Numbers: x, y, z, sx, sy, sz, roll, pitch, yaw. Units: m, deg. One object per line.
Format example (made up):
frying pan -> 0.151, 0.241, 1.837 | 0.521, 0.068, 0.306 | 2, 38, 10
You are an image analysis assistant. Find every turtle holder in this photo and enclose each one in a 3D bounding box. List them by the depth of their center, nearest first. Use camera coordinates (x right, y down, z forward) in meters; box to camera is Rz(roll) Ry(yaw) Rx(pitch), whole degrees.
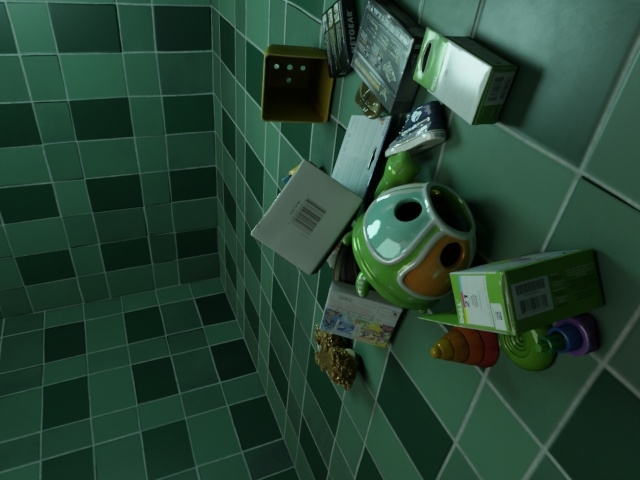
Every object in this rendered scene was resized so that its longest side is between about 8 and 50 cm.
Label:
turtle holder -> 0.207, -0.020, 1.021 | 0.227, 0.243, 0.320 | -52, 10, 43

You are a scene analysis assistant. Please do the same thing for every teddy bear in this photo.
teddy bear -> 0.054, 0.402, 1.710 | 0.338, 0.113, 0.245 | 134, 131, -72

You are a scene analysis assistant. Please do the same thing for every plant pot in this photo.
plant pot -> -0.086, -0.512, 1.518 | 0.187, 0.212, 0.212 | -106, 20, -47

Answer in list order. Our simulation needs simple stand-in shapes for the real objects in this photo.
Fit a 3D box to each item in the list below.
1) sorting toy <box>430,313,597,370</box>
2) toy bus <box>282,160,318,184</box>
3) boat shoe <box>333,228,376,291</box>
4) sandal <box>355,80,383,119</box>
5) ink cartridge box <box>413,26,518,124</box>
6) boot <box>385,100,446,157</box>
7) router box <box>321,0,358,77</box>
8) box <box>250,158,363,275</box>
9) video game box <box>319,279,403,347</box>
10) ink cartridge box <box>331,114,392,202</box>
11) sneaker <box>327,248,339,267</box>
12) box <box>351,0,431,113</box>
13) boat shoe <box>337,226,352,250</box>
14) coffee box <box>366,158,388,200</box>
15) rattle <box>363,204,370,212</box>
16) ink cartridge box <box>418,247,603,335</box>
sorting toy -> 0.328, 0.195, 0.901 | 0.365, 0.126, 0.127 | 145, 113, -67
toy bus -> -0.023, -0.170, 1.624 | 0.202, 0.104, 0.191 | 52, -162, -18
boat shoe -> 0.113, 0.118, 1.391 | 0.132, 0.130, 0.355 | -67, -18, -47
sandal -> 0.132, -0.360, 1.228 | 0.072, 0.049, 0.180 | -52, 34, 31
ink cartridge box -> 0.266, -0.317, 0.911 | 0.209, 0.062, 0.109 | -121, 30, -43
boot -> 0.211, -0.246, 1.088 | 0.190, 0.069, 0.086 | -12, 81, 60
router box -> 0.057, -0.560, 1.337 | 0.133, 0.046, 0.179 | -173, 74, -67
box -> -0.023, -0.044, 1.236 | 0.168, 0.215, 0.345 | 35, 179, 4
video game box -> 0.112, 0.209, 1.350 | 0.048, 0.205, 0.187 | -71, -4, -49
ink cartridge box -> 0.112, -0.214, 1.251 | 0.224, 0.045, 0.223 | 34, 107, 64
sneaker -> 0.000, 0.000, 1.657 | 0.262, 0.099, 0.121 | -125, 29, -49
box -> 0.160, -0.438, 1.127 | 0.183, 0.056, 0.231 | 103, 149, -45
boat shoe -> 0.073, 0.004, 1.504 | 0.073, 0.073, 0.207 | 107, 146, -45
coffee box -> 0.131, -0.165, 1.333 | 0.184, 0.040, 0.113 | -174, 77, -67
rattle -> 0.183, 0.002, 1.286 | 0.130, 0.143, 0.199 | -49, 31, 19
ink cartridge box -> 0.302, 0.083, 0.826 | 0.255, 0.189, 0.097 | 170, 89, -68
